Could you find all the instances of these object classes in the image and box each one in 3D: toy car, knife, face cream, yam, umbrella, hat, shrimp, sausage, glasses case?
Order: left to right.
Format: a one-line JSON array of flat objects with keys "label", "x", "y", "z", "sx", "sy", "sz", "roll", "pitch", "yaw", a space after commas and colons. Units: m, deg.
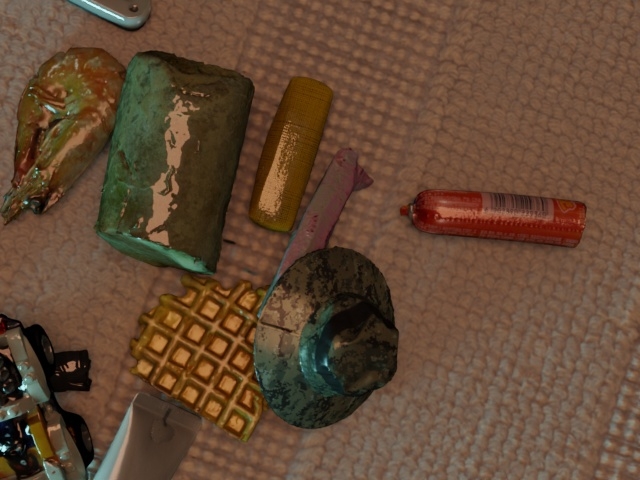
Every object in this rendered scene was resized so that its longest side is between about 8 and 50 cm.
[{"label": "toy car", "x": -0.437, "y": 0.236, "z": 1.623, "sx": 0.193, "sy": 0.118, "sz": 0.301, "roll": -16, "pitch": 117, "yaw": 0}, {"label": "umbrella", "x": -0.443, "y": 0.193, "z": 1.694, "sx": 0.235, "sy": 0.059, "sz": 0.066, "roll": -3, "pitch": 100, "yaw": -8}, {"label": "shrimp", "x": -0.389, "y": -0.152, "z": 1.743, "sx": 0.154, "sy": 0.062, "sz": 0.294, "roll": 27, "pitch": 79, "yaw": 9}, {"label": "knife", "x": -0.373, "y": -0.393, "z": 1.778, "sx": 0.265, "sy": 0.040, "sz": 0.073, "roll": 26, "pitch": 71, "yaw": -3}, {"label": "face cream", "x": -0.281, "y": 0.370, "z": 1.674, "sx": 0.143, "sy": 0.089, "sz": 0.314, "roll": 36, "pitch": 82, "yaw": -45}, {"label": "yam", "x": -0.206, "y": -0.113, "z": 1.687, "sx": 0.195, "sy": 0.195, "sz": 0.300, "roll": 12, "pitch": 82, "yaw": -5}, {"label": "glasses case", "x": -0.046, "y": -0.128, "z": 1.771, "sx": 0.079, "sy": 0.064, "sz": 0.234, "roll": 18, "pitch": 82, "yaw": -6}, {"label": "hat", "x": 0.037, "y": 0.148, "z": 1.669, "sx": 0.265, "sy": 0.128, "sz": 0.266, "roll": -6, "pitch": 101, "yaw": -31}, {"label": "sausage", "x": 0.255, "y": -0.035, "z": 1.792, "sx": 0.274, "sy": 0.074, "sz": 0.074, "roll": 5, "pitch": 83, "yaw": -6}]

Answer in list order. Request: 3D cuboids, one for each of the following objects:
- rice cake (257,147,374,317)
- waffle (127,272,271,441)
[{"label": "rice cake", "x": -0.003, "y": 0.000, "z": 1.744, "sx": 0.081, "sy": 0.051, "sz": 0.290, "roll": 33, "pitch": 68, "yaw": -18}, {"label": "waffle", "x": -0.146, "y": 0.142, "z": 1.736, "sx": 0.229, "sy": 0.057, "sz": 0.219, "roll": 33, "pitch": 80, "yaw": -1}]
